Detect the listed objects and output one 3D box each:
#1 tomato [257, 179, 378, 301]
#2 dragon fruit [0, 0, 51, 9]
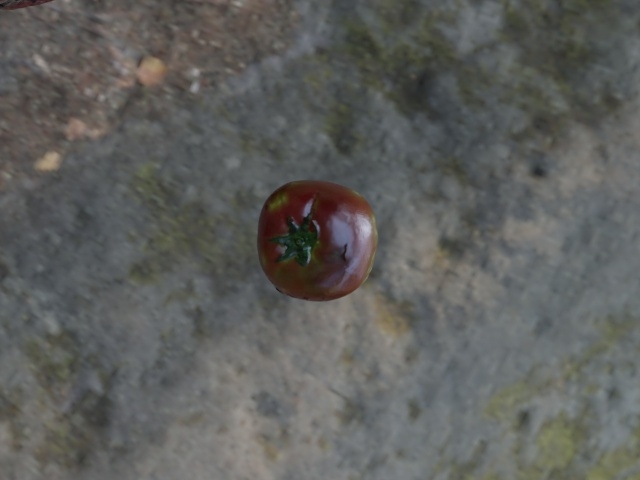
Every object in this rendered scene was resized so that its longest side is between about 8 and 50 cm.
[{"bbox_3d":[0.000,0.000,1.096,0.075,0.087,0.087,-15,123,-68],"label":"tomato"},{"bbox_3d":[-0.361,-0.337,1.355,0.286,0.228,0.329,-10,79,-77],"label":"dragon fruit"}]
